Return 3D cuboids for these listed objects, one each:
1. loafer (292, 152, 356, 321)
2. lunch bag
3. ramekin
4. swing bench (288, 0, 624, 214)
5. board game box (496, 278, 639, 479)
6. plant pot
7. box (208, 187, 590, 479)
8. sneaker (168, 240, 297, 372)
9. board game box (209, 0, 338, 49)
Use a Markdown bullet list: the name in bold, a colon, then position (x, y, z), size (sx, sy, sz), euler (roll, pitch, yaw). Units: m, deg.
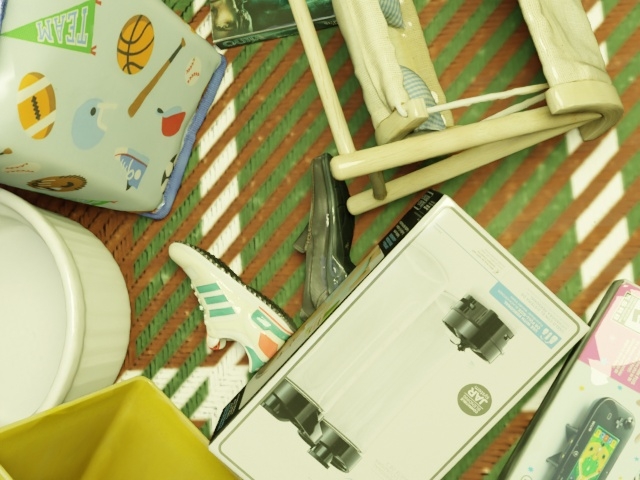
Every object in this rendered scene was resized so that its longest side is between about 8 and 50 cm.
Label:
- **loafer**: position (0.000, 0.000, 0.677), size (0.061, 0.062, 0.170), euler (-8, 81, 20)
- **lunch bag**: position (-0.344, -0.180, 0.657), size (0.385, 0.328, 0.239), euler (22, 88, 16)
- **ramekin**: position (-0.336, 0.086, 0.722), size (0.277, 0.135, 0.277), euler (-2, 84, 16)
- **swing bench**: position (0.102, -0.188, 0.596), size (0.255, 0.165, 0.253), euler (-19, 80, 4)
- **board game box**: position (0.322, 0.198, 0.546), size (0.303, 0.097, 0.224), euler (29, 93, 16)
- **plant pot**: position (-0.204, 0.283, 0.637), size (0.212, 0.212, 0.187), euler (42, 108, 16)
- **box**: position (0.062, 0.117, 0.606), size (0.169, 0.087, 0.290), euler (43, 97, -5)
- **sneaker**: position (-0.104, 0.066, 0.699), size (0.161, 0.057, 0.075), euler (36, 89, 13)
- **board game box**: position (-0.028, -0.280, 0.732), size (0.186, 0.026, 0.126), euler (-8, 81, 15)
